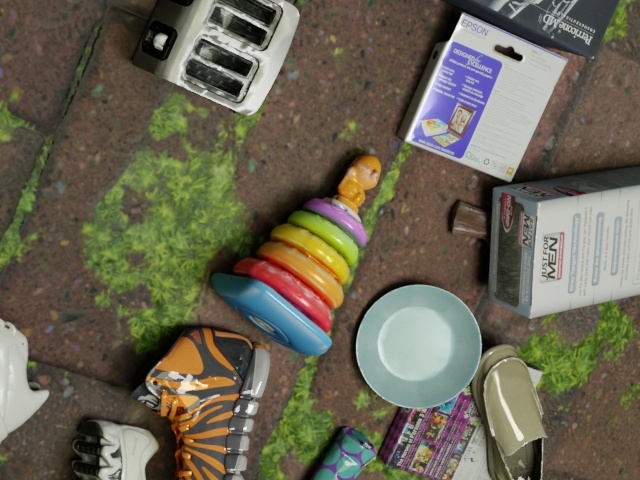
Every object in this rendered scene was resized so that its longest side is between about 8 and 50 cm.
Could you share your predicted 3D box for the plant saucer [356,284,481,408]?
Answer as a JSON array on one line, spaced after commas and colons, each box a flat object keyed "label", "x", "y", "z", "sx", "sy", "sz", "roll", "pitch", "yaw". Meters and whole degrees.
[{"label": "plant saucer", "x": 0.151, "y": 0.162, "z": 1.971, "sx": 0.195, "sy": 0.037, "sz": 0.195, "roll": 0, "pitch": 97, "yaw": -1}]

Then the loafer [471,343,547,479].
[{"label": "loafer", "x": 0.313, "y": 0.290, "z": 2.028, "sx": 0.102, "sy": 0.092, "sz": 0.269, "roll": -22, "pitch": 114, "yaw": -18}]

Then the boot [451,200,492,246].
[{"label": "boot", "x": 0.244, "y": -0.001, "z": 1.986, "sx": 0.114, "sy": 0.037, "sz": 0.106, "roll": 10, "pitch": 91, "yaw": -29}]

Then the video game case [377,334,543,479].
[{"label": "video game case", "x": 0.229, "y": 0.281, "z": 2.065, "sx": 0.210, "sy": 0.042, "sz": 0.232, "roll": 20, "pitch": 97, "yaw": -28}]

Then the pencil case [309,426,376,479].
[{"label": "pencil case", "x": 0.026, "y": 0.370, "z": 1.987, "sx": 0.070, "sy": 0.064, "sz": 0.152, "roll": 34, "pitch": 91, "yaw": -4}]

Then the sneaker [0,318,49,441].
[{"label": "sneaker", "x": -0.465, "y": 0.132, "z": 1.681, "sx": 0.129, "sy": 0.111, "sz": 0.297, "roll": -36, "pitch": 122, "yaw": -28}]

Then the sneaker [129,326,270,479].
[{"label": "sneaker", "x": -0.196, "y": 0.275, "z": 1.808, "sx": 0.180, "sy": 0.124, "sz": 0.321, "roll": 19, "pitch": 69, "yaw": -20}]

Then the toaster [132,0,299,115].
[{"label": "toaster", "x": -0.133, "y": -0.266, "z": 1.688, "sx": 0.185, "sy": 0.110, "sz": 0.168, "roll": 23, "pitch": 97, "yaw": -29}]

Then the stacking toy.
[{"label": "stacking toy", "x": 0.000, "y": 0.000, "z": 1.829, "sx": 0.166, "sy": 0.175, "sz": 0.302, "roll": 40, "pitch": 73, "yaw": -24}]

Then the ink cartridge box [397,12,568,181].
[{"label": "ink cartridge box", "x": 0.243, "y": -0.214, "z": 1.909, "sx": 0.206, "sy": 0.045, "sz": 0.208, "roll": 19, "pitch": 102, "yaw": -27}]

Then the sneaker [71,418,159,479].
[{"label": "sneaker", "x": -0.297, "y": 0.403, "z": 1.814, "sx": 0.118, "sy": 0.110, "sz": 0.292, "roll": 10, "pitch": 90, "yaw": -42}]

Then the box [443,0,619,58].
[{"label": "box", "x": 0.274, "y": -0.466, "z": 1.772, "sx": 0.343, "sy": 0.179, "sz": 0.312, "roll": 19, "pitch": 99, "yaw": -28}]

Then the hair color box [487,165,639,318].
[{"label": "hair color box", "x": 0.446, "y": -0.008, "z": 2.010, "sx": 0.374, "sy": 0.113, "sz": 0.185, "roll": -9, "pitch": 109, "yaw": -30}]
